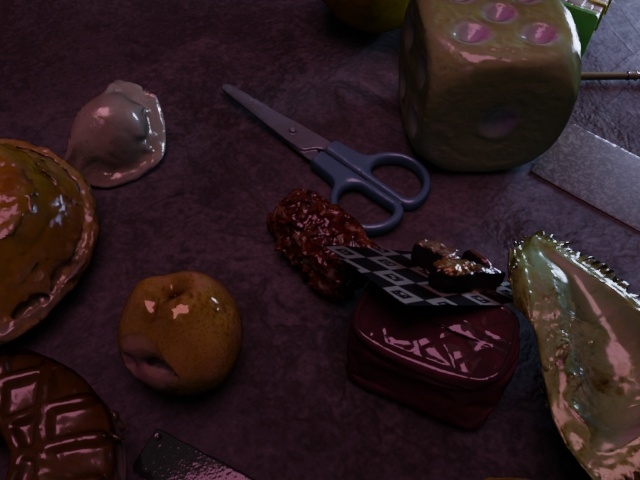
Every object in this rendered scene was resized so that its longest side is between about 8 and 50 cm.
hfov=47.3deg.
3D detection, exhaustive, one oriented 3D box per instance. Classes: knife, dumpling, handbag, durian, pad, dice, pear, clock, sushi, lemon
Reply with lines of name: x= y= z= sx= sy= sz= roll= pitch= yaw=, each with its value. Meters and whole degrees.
knife: x=-0.122 y=0.315 z=0.912 sx=0.245 sy=0.019 sz=0.072 roll=21 pitch=58 yaw=17
dumpling: x=-0.340 y=-0.170 z=1.234 sx=0.155 sy=0.181 sz=0.111 roll=25 pitch=14 yaw=-12
handbag: x=0.147 y=0.141 z=0.977 sx=0.225 sy=0.135 sz=0.146 roll=20 pitch=48 yaw=17
durian: x=0.349 y=0.148 z=0.957 sx=0.198 sy=0.163 sz=0.394 roll=-9 pitch=56 yaw=-6
pad: x=0.501 y=-0.107 z=1.258 sx=0.235 sy=0.003 sz=0.158 roll=34 pitch=59 yaw=22
dice: x=0.272 y=-0.280 z=1.233 sx=0.255 sy=0.252 sz=0.249 roll=-1 pitch=53 yaw=-4
pear: x=-0.184 y=0.119 z=0.966 sx=0.178 sy=0.178 sz=0.178 roll=1 pitch=52 yaw=-1
clock: x=0.485 y=-0.507 z=1.513 sx=0.220 sy=0.106 sz=0.255 roll=26 pitch=51 yaw=16
sushi: x=0.167 y=0.031 z=0.997 sx=0.280 sy=0.043 sz=0.192 roll=5 pitch=19 yaw=-36
lemon: x=0.120 y=-0.544 z=1.423 sx=0.293 sy=0.293 sz=0.293 roll=1 pitch=52 yaw=-1

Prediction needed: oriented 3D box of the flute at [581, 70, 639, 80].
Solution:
flute: x=0.520 y=-0.316 z=1.407 sx=0.233 sy=0.027 sz=0.027 roll=-1 pitch=52 yaw=-1

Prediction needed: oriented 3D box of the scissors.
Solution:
scissors: x=-0.019 y=-0.167 z=1.276 sx=0.447 sy=0.029 sz=0.193 roll=37 pitch=60 yaw=24

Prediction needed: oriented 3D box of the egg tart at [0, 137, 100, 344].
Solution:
egg tart: x=-0.521 y=-0.020 z=1.062 sx=0.388 sy=0.169 sz=0.387 roll=1 pitch=57 yaw=-1

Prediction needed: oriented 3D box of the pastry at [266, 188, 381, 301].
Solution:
pastry: x=0.002 y=0.000 z=1.111 sx=0.115 sy=0.097 sz=0.208 roll=-21 pitch=53 yaw=-29

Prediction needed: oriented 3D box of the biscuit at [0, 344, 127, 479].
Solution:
biscuit: x=-0.421 y=0.254 z=0.889 sx=0.367 sy=0.115 sz=0.268 roll=-7 pitch=54 yaw=-8

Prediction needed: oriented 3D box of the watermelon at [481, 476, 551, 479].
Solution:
watermelon: x=0.160 y=0.322 z=0.838 sx=0.301 sy=0.129 sz=0.123 roll=-2 pitch=53 yaw=-12
